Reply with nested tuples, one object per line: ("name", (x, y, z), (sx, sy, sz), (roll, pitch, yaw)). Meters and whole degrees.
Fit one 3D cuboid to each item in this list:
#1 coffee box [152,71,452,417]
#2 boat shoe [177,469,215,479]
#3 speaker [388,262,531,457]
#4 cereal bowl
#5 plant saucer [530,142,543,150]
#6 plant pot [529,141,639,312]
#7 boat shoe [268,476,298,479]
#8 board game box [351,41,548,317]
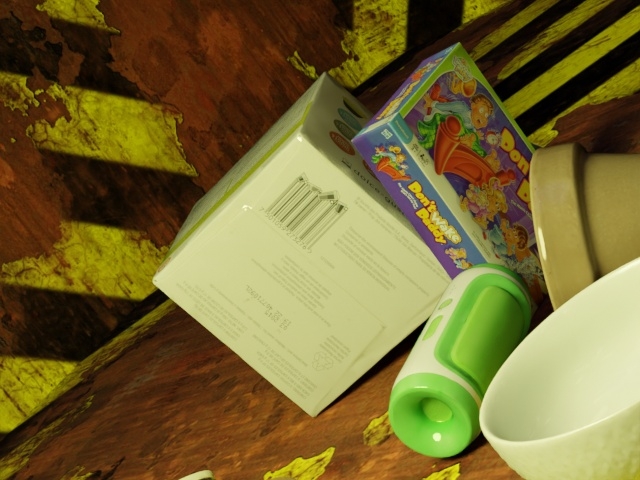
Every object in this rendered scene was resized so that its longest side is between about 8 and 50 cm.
("coffee box", (0.000, 0.000, 2.440), (0.338, 0.337, 0.334), (-44, 11, 21))
("boat shoe", (-0.265, 0.455, 2.212), (0.324, 0.097, 0.116), (-36, -28, -10))
("speaker", (0.186, 0.150, 2.017), (0.131, 0.131, 0.296), (-28, 16, 35))
("cereal bowl", (0.340, 0.148, 1.599), (0.339, 0.141, 0.339), (-34, 14, 10))
("plant saucer", (0.365, -0.117, 2.413), (0.195, 0.195, 0.037), (-129, 60, -77))
("plant pot", (0.392, -0.007, 1.844), (0.229, 0.263, 0.263), (-14, 21, 17))
("boat shoe", (-0.133, 0.441, 1.939), (0.342, 0.123, 0.123), (-46, -14, -18))
("board game box", (0.220, -0.077, 2.217), (0.078, 0.347, 0.233), (-23, 20, 44))
